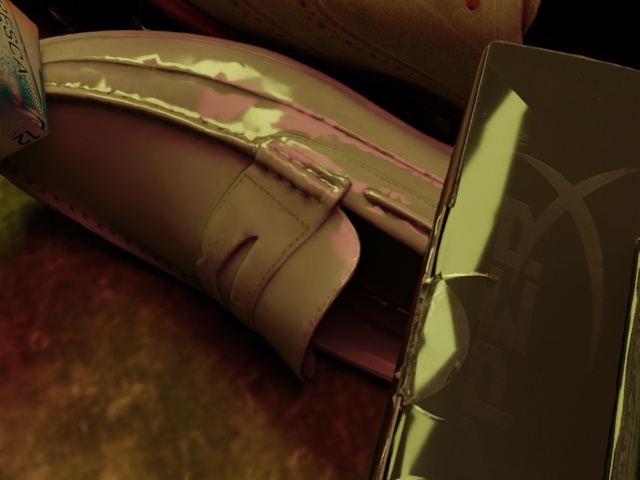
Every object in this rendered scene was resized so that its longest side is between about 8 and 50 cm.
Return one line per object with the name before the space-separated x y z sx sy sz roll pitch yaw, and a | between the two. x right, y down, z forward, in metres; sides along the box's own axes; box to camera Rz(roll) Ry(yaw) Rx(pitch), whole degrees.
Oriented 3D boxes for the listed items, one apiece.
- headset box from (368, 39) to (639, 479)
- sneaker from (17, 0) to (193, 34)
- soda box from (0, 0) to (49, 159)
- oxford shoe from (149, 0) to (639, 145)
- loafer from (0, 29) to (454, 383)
headset box | 0.064 0.102 0.463 0.110 0.293 0.218 13 53 4
sneaker | -0.084 -0.135 0.736 0.293 0.102 0.146 1 56 -5
soda box | -0.203 -0.042 0.630 0.183 0.058 0.063 -25 54 18
oxford shoe | 0.041 -0.125 0.646 0.348 0.130 0.123 25 76 -16
loafer | 0.000 0.000 0.642 0.319 0.112 0.111 18 46 6
